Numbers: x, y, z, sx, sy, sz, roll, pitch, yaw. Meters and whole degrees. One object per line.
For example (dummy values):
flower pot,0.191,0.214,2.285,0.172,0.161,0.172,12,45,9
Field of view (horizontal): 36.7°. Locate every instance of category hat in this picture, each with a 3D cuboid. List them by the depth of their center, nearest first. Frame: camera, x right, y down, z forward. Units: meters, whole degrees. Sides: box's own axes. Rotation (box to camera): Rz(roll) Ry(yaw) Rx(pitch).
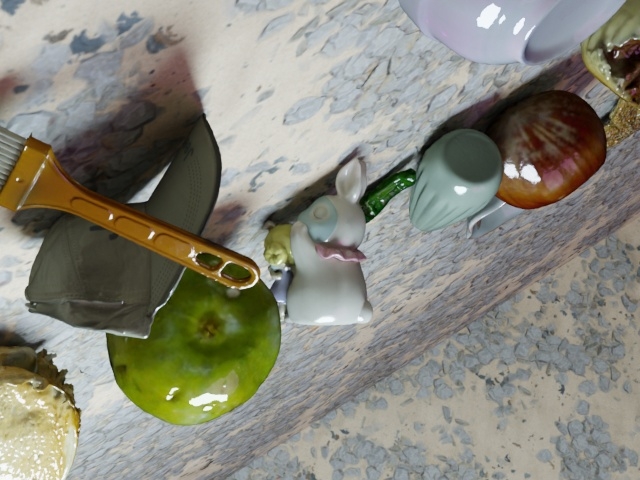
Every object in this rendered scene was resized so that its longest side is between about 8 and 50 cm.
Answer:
hat,-0.208,-0.028,0.996,0.149,0.214,0.244,12,109,-20

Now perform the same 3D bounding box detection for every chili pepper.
chili pepper,0.069,-0.055,1.502,0.182,0.050,0.073,-32,155,-14

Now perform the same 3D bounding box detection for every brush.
brush,-0.190,-0.025,0.870,0.314,0.017,0.090,26,133,-20

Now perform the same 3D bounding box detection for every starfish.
starfish,0.605,-0.239,1.942,0.302,0.060,0.299,-42,163,26

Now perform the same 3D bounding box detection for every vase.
vase,0.204,-0.084,1.555,0.128,0.128,0.248,-28,168,-19

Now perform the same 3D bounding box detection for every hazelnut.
hazelnut,0.358,-0.154,1.588,0.212,0.181,0.181,-37,-170,14

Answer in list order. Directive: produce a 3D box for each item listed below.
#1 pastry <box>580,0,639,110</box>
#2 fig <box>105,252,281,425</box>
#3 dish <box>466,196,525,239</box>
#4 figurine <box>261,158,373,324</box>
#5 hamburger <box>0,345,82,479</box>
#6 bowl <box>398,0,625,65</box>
pastry,0.460,-0.313,1.352,0.256,0.170,0.236,12,111,-54
fig,-0.180,0.157,1.327,0.233,0.233,0.314,-24,154,-28
dish,0.352,-0.096,1.842,0.229,0.081,0.229,-31,165,-9
figurine,0.000,0.000,1.394,0.155,0.235,0.127,2,-179,26
hamburger,-0.420,0.245,1.207,0.286,0.146,0.243,-46,145,-29
bowl,0.237,-0.293,1.035,0.287,0.143,0.287,-31,162,-11
